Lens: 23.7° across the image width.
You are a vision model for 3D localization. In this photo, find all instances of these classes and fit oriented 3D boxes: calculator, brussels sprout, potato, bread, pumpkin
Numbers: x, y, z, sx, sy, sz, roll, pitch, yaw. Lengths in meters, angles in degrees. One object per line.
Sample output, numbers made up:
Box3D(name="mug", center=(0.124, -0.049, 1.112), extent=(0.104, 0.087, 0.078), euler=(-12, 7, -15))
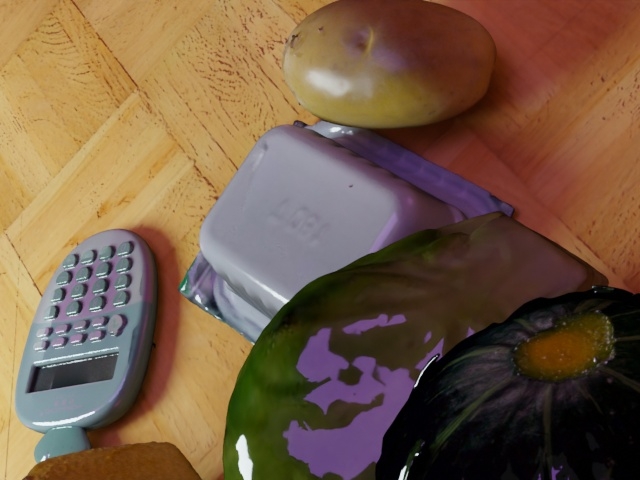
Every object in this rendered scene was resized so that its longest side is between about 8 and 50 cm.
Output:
Box3D(name="calculator", center=(-0.263, 0.122, 1.720), extent=(0.185, 0.041, 0.299), euler=(-13, 56, 33))
Box3D(name="brussels sprout", center=(0.081, 0.147, 1.274), extent=(0.314, 0.276, 0.371), euler=(24, 83, 34))
Box3D(name="potato", center=(0.066, -0.181, 1.559), extent=(0.233, 0.146, 0.150), euler=(0, 62, 36))
Box3D(name="bread", center=(-0.173, 0.305, 1.422), extent=(0.274, 0.184, 0.114), euler=(41, 129, 54))
Box3D(name="pumpkin", center=(0.188, 0.190, 1.025), extent=(0.295, 0.296, 0.296), euler=(-18, 56, 29))

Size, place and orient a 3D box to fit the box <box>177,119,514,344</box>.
Box3D(name="box", center=(0.000, 0.000, 1.541), extent=(0.336, 0.106, 0.264), euler=(31, 87, 44))
